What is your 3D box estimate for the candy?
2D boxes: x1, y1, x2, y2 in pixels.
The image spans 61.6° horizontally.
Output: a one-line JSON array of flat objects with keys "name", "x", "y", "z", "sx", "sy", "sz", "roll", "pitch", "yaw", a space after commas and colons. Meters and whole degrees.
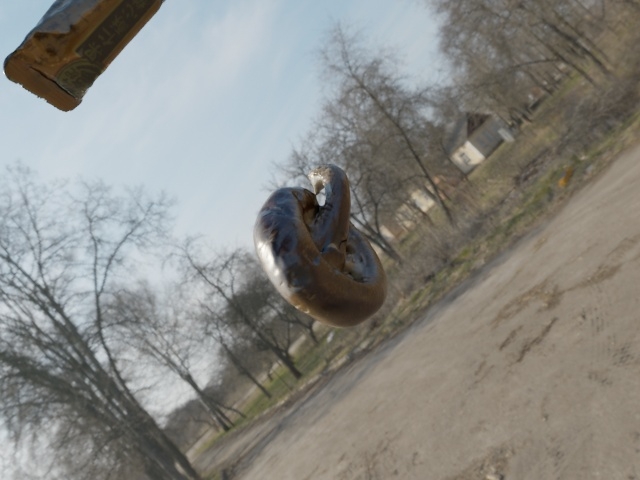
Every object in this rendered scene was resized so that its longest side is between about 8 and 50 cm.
[{"name": "candy", "x": -0.332, "y": -0.311, "z": 0.781, "sx": 0.272, "sy": 0.101, "sz": 0.143, "roll": -56, "pitch": -20, "yaw": -8}]

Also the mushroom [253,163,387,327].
[{"name": "mushroom", "x": -0.001, "y": 0.000, "z": 0.485, "sx": 0.080, "sy": 0.135, "sz": 0.171, "roll": -29, "pitch": 45, "yaw": 33}]
